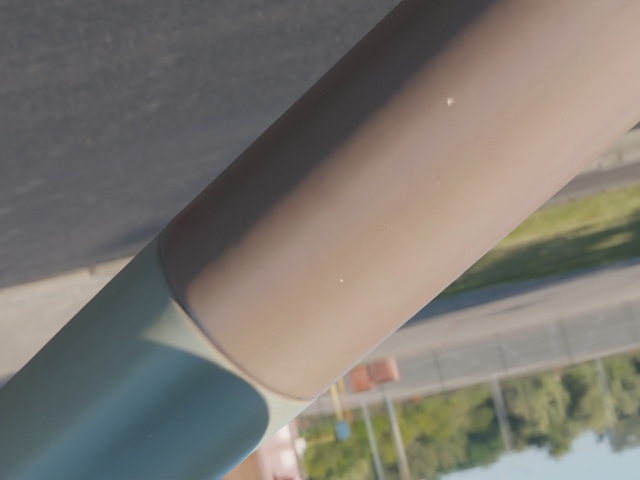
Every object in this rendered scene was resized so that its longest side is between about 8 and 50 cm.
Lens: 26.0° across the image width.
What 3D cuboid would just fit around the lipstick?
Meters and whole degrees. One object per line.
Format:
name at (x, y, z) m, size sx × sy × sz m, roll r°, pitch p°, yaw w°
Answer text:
lipstick at (0.000, 0.000, 0.411) m, size 0.254 × 0.070 × 0.070 m, roll -42°, pitch 162°, yaw 19°
